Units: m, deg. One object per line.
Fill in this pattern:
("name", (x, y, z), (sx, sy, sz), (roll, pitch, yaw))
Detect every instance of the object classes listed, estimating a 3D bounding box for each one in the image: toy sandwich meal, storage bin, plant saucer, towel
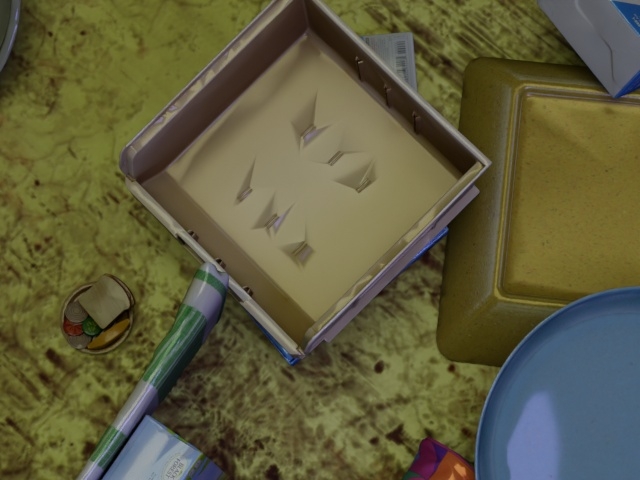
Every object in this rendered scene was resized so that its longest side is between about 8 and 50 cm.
("toy sandwich meal", (-0.230, 0.076, 1.582), (0.085, 0.029, 0.086), (-1, 75, 4))
("storage bin", (-0.019, -0.063, 1.501), (0.260, 0.123, 0.262), (-45, 81, -4))
("plant saucer", (0.297, -0.031, 1.550), (0.332, 0.081, 0.333), (6, 75, 5))
("plant saucer", (0.293, 0.201, 1.456), (0.317, 0.043, 0.318), (0, 92, -10))
("towel", (-0.189, 0.172, 1.446), (0.038, 0.248, 0.325), (34, 79, 0))

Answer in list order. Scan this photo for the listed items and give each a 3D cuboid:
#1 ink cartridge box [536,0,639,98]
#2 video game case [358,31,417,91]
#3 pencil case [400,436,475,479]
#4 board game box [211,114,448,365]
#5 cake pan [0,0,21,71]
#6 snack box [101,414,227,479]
("ink cartridge box", (0.349, -0.247, 1.573), (0.231, 0.078, 0.134), (-24, 72, -38))
("video game case", (0.033, -0.141, 1.628), (0.143, 0.019, 0.157), (-4, 76, 3))
("pencil case", (0.069, 0.303, 1.469), (0.104, 0.104, 0.236), (39, 81, 12))
("board game box", (0.000, 0.000, 1.572), (0.211, 0.039, 0.160), (-40, 80, -2))
("cake pan", (-0.456, -0.262, 1.622), (0.293, 0.054, 0.293), (0, 100, 2))
("snack box", (-0.171, 0.265, 1.438), (0.070, 0.207, 0.174), (32, 80, 11))
